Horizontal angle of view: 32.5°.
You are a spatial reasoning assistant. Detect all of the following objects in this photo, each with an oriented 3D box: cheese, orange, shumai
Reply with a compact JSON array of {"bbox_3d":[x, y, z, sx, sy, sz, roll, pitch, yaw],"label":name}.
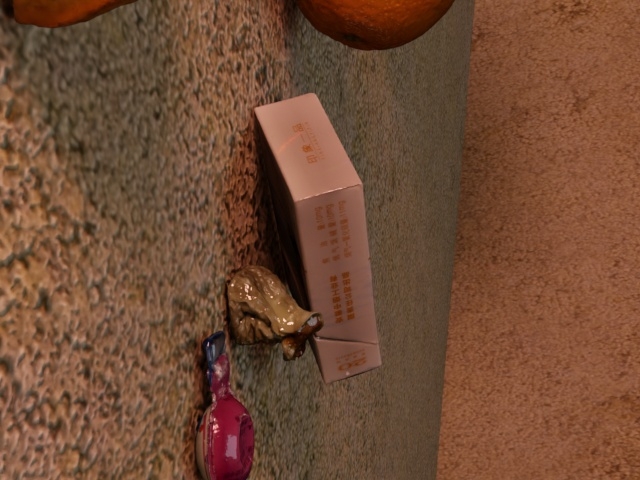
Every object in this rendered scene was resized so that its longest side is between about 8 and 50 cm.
[{"bbox_3d":[-0.080,0.148,0.903,0.095,0.038,0.145,-29,115,-76],"label":"cheese"},{"bbox_3d":[0.055,-0.286,1.061,0.206,0.206,0.206,3,90,-77],"label":"orange"},{"bbox_3d":[-0.037,0.061,0.972,0.083,0.080,0.082,72,23,-52],"label":"shumai"}]

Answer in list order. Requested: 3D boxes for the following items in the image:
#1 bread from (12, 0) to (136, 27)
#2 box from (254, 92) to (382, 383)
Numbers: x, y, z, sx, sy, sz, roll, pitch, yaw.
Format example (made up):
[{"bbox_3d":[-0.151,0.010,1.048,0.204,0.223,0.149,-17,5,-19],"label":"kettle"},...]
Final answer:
[{"bbox_3d":[-0.088,-0.237,0.566,0.129,0.134,0.260,49,45,-70],"label":"bread"},{"bbox_3d":[0.000,0.001,1.029,0.149,0.067,0.233,-110,-172,-48],"label":"box"}]
